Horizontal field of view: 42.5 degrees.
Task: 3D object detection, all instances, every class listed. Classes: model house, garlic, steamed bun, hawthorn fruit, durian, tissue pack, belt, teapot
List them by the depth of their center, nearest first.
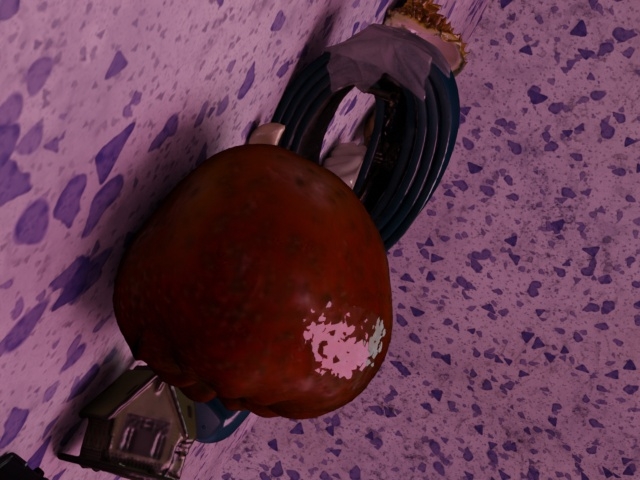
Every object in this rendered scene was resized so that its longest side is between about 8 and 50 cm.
[{"bbox_3d":[-0.433,0.365,1.096,0.096,0.087,0.177,-58,173,25],"label":"teapot"},{"bbox_3d":[-0.081,0.047,1.161,0.403,0.403,0.403,-57,171,-14],"label":"hawthorn fruit"},{"bbox_3d":[-0.274,0.261,1.356,0.218,0.205,0.278,-9,-119,52],"label":"model house"},{"bbox_3d":[-0.091,-0.160,1.356,0.041,0.053,0.083,-41,151,-60],"label":"garlic"},{"bbox_3d":[0.067,-0.160,1.449,0.436,0.300,0.173,-66,172,19],"label":"belt"},{"bbox_3d":[-0.197,0.254,1.674,0.287,0.198,0.206,-63,169,7],"label":"tissue pack"},{"bbox_3d":[0.245,-0.444,1.891,0.305,0.196,0.185,99,17,-63],"label":"durian"},{"bbox_3d":[0.055,-0.159,2.021,0.183,0.106,0.182,16,90,-76],"label":"steamed bun"}]

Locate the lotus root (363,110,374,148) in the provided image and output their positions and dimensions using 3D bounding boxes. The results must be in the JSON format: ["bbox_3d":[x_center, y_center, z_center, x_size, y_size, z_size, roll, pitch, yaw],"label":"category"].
[{"bbox_3d":[0.192,-0.303,2.218,0.257,0.140,0.154,-40,148,-49],"label":"lotus root"}]
